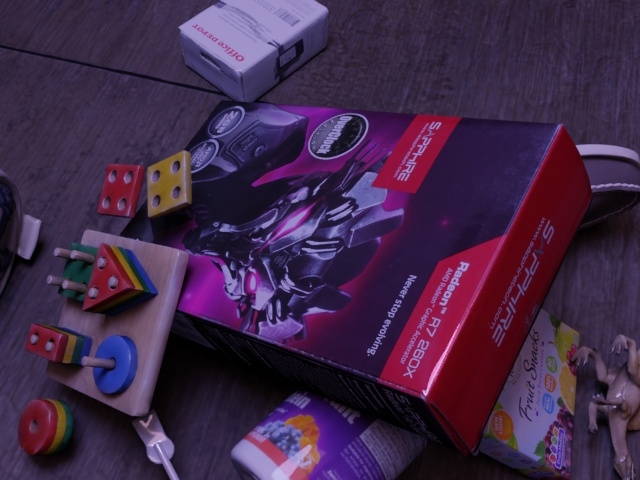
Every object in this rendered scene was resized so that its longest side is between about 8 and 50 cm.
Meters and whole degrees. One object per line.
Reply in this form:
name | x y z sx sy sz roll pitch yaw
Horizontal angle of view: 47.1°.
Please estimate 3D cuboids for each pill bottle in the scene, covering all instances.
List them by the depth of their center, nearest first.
pill bottle | 0.030 0.151 0.610 0.193 0.108 0.108 -39 66 -24

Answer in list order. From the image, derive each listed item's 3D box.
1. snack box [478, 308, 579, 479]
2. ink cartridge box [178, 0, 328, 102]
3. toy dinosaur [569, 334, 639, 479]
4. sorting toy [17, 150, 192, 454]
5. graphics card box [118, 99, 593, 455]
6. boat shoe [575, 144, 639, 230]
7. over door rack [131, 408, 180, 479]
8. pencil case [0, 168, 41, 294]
snack box | 0.178 0.125 0.646 0.100 0.037 0.141 30 55 -21
ink cartridge box | -0.080 -0.246 0.892 0.109 0.063 0.150 38 64 21
toy dinosaur | 0.275 0.124 0.660 0.092 0.053 0.183 39 67 -24
sorting toy | -0.179 0.051 0.598 0.132 0.046 0.275 10 84 39
graphics card box | 0.000 0.000 0.614 0.370 0.094 0.233 13 62 40
boat shoe | 0.168 -0.011 0.718 0.324 0.117 0.097 -12 58 -4
over door rack | -0.159 0.297 0.510 0.239 0.108 0.324 -27 61 -19
pencil case | -0.486 -0.017 0.668 0.410 0.160 0.183 8 19 1
